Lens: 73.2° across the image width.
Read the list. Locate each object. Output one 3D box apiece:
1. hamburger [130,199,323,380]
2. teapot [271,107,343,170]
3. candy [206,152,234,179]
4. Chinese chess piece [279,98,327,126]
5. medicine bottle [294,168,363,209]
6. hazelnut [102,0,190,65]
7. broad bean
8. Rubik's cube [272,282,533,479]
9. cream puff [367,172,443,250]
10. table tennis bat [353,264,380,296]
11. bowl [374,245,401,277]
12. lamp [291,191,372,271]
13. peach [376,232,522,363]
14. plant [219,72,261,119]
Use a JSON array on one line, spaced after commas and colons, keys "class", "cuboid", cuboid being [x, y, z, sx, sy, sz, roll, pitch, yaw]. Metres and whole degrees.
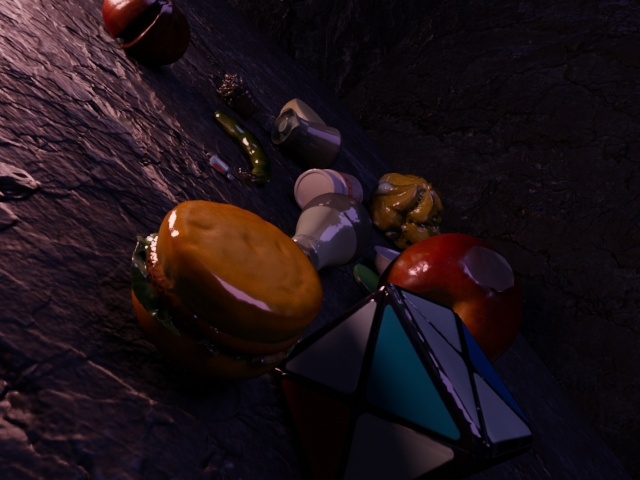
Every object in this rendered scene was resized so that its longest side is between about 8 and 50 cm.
[{"class": "hamburger", "cuboid": [-0.128, 0.069, 0.560, 0.246, 0.169, 0.246, 30, 21, -13]}, {"class": "teapot", "cuboid": [-0.056, -0.355, 1.516, 0.225, 0.170, 0.203, 22, 0, -38]}, {"class": "candy", "cuboid": [-0.232, -0.170, 0.992, 0.083, 0.020, 0.030, 45, 19, -8]}, {"class": "Chinese chess piece", "cuboid": [-0.054, -0.461, 1.762, 0.250, 0.101, 0.250, 41, 21, -20]}, {"class": "medicine bottle", "cuboid": [0.028, -0.143, 1.303, 0.144, 0.144, 0.252, 54, 22, 14]}, {"class": "hazelnut", "cuboid": [-0.419, -0.535, 1.061, 0.204, 0.178, 0.177, 43, 19, -38]}, {"class": "broad bean", "cuboid": [-0.196, -0.242, 1.153, 0.144, 0.049, 0.291, 24, 32, -47]}, {"class": "Rubik's cube", "cuboid": [0.120, 0.240, 0.642, 0.247, 0.248, 0.249, 26, 31, -49]}, {"class": "cream puff", "cuboid": [0.374, -0.131, 1.799, 0.378, 0.276, 0.378, 42, 18, -18]}, {"class": "table tennis bat", "cuboid": [0.191, 0.160, 1.243, 0.257, 0.039, 0.160, 37, 22, -15]}, {"class": "bowl", "cuboid": [0.236, 0.094, 1.341, 0.189, 0.085, 0.189, 23, 14, -6]}, {"class": "lamp", "cuboid": [-0.010, -0.013, 0.995, 0.314, 0.182, 0.181, -16, 65, -47]}, {"class": "peach", "cuboid": [0.320, 0.145, 1.052, 0.406, 0.310, 0.335, -13, 57, -44]}, {"class": "plant", "cuboid": [-0.258, -0.461, 1.371, 0.143, 0.092, 0.094, 45, 26, -32]}]
